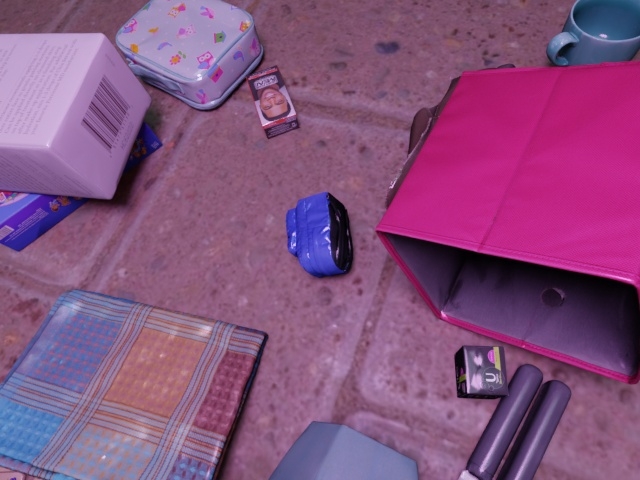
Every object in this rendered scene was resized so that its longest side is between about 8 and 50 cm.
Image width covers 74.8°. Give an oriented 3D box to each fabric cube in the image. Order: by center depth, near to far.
[{"bbox_3d":[0.270,-0.026,0.511,0.259,0.254,0.258,15,66,42],"label":"fabric cube"}]

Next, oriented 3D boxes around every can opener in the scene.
[{"bbox_3d":[0.222,0.283,0.507,0.076,0.095,0.283,31,75,20],"label":"can opener"}]

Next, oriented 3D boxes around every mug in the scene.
[{"bbox_3d":[0.487,-0.363,0.750,0.157,0.097,0.130,8,68,14],"label":"mug"}]

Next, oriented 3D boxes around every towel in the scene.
[{"bbox_3d":[-0.293,0.214,0.617,0.370,0.040,0.271,9,52,12],"label":"towel"}]

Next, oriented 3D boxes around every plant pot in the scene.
[{"bbox_3d":[0.005,0.337,0.461,0.165,0.165,0.234,30,62,-10],"label":"plant pot"}]

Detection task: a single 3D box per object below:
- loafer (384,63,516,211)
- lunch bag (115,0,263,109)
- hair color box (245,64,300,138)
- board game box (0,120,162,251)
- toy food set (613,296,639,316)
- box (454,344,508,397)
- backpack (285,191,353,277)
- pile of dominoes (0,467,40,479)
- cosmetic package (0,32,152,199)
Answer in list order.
[{"bbox_3d":[0.207,-0.153,0.703,0.130,0.134,0.366,18,58,41],"label":"loafer"},{"bbox_3d":[-0.283,-0.411,0.895,0.279,0.108,0.224,31,77,21],"label":"lunch bag"},{"bbox_3d":[-0.096,-0.280,0.840,0.072,0.043,0.141,-20,65,-1],"label":"hair color box"},{"bbox_3d":[-0.533,-0.178,0.848,0.347,0.078,0.233,-40,66,-9],"label":"board game box"},{"bbox_3d":[0.550,0.104,0.547,0.306,0.092,0.220,42,78,14],"label":"toy food set"},{"bbox_3d":[0.213,0.178,0.561,0.052,0.083,0.062,-1,66,9],"label":"box"},{"bbox_3d":[0.000,0.000,0.673,0.101,0.098,0.120,-16,72,25],"label":"backpack"},{"bbox_3d":[-0.417,0.337,0.620,0.196,0.040,0.251,-25,64,-2],"label":"pile of dominoes"},{"bbox_3d":[-0.567,-0.220,0.738,0.453,0.161,0.230,6,68,12],"label":"cosmetic package"}]
